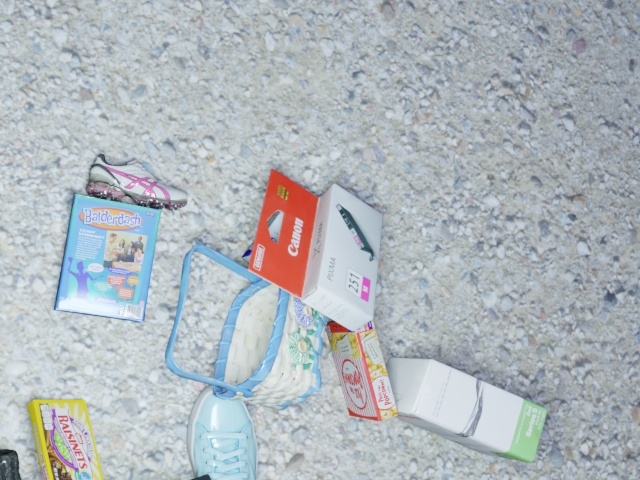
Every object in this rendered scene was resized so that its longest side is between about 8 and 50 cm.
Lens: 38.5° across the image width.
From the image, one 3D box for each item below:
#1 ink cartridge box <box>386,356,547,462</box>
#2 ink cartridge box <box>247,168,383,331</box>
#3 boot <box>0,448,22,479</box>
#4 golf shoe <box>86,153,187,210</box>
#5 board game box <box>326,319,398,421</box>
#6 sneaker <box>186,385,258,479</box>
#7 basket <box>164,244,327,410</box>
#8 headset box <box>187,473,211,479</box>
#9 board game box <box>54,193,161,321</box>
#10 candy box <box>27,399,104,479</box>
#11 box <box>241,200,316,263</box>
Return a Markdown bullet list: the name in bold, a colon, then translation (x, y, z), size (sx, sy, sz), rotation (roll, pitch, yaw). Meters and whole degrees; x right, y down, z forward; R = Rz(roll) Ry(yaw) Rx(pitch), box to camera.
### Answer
- **ink cartridge box**: translation (0.269, 0.329, 1.798), size (0.272, 0.198, 0.115), rotation (25, 75, -17)
- **ink cartridge box**: translation (0.000, 0.000, 1.698), size (0.238, 0.060, 0.275), rotation (32, 42, -22)
- **boot**: translation (-0.481, 0.470, 1.536), size (0.347, 0.131, 0.260), rotation (-9, 78, -30)
- **golf shoe**: translation (-0.332, -0.106, 1.691), size (0.186, 0.067, 0.086), rotation (13, 78, -19)
- **board game box**: translation (0.077, 0.244, 1.763), size (0.045, 0.146, 0.194), rotation (-15, 89, -22)
- **sneaker**: translation (-0.160, 0.443, 1.649), size (0.135, 0.150, 0.366), rotation (-2, 84, -22)
- **basket**: translation (-0.133, 0.161, 1.650), size (0.288, 0.201, 0.255), rotation (23, 53, -25)
- **headset box**: translation (-0.277, 0.538, 1.470), size (0.283, 0.131, 0.246), rotation (-1, 64, -52)
- **board game box**: translation (-0.385, 0.034, 1.665), size (0.160, 0.047, 0.210), rotation (11, 81, -19)
- **candy box**: translation (-0.426, 0.366, 1.554), size (0.105, 0.027, 0.206), rotation (12, 47, -48)
- **box**: translation (-0.059, 0.016, 1.778), size (0.126, 0.072, 0.137), rotation (39, 72, -12)
